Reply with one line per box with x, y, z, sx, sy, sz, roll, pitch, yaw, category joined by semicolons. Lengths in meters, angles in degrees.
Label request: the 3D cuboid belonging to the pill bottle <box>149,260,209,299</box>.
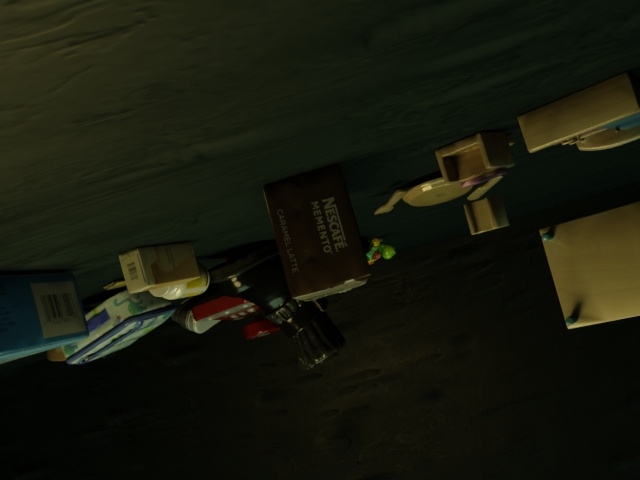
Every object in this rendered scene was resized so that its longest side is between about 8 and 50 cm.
-0.253;0.071;1.420;0.065;0.065;0.116;-19;174;24;pill bottle

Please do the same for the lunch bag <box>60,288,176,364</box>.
-0.419;0.170;1.632;0.219;0.090;0.176;-32;171;23;lunch bag

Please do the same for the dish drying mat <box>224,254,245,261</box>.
-0.168;0.037;1.643;0.032;0.008;0.083;-20;173;16;dish drying mat

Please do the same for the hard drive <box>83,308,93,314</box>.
-0.611;0.198;1.783;0.210;0.040;0.318;-17;175;1;hard drive

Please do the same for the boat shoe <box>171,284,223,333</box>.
-0.298;0.171;2.220;0.102;0.108;0.301;16;-156;24;boat shoe

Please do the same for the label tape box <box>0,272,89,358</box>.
-0.520;0.137;1.061;0.334;0.105;0.241;-17;175;11;label tape box

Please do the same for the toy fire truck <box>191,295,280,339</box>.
-0.149;0.151;2.068;0.302;0.169;0.254;-20;169;22;toy fire truck

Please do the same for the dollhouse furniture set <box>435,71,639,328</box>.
0.351;-0.022;1.019;0.287;0.303;0.198;-20;173;36;dollhouse furniture set

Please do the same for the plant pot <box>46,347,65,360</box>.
-0.563;0.227;1.971;0.237;0.032;0.236;-16;-165;4;plant pot

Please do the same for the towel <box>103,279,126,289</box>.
-0.349;0.074;1.464;0.083;0.009;0.060;-14;173;-36;towel

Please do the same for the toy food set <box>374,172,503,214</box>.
0.190;-0.090;1.310;0.192;0.038;0.132;-9;166;-17;toy food set

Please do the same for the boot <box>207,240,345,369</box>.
-0.072;0.139;1.595;0.131;0.260;0.348;-25;173;21;boot

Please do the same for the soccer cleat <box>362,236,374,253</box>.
0.101;0.018;2.076;0.072;0.060;0.179;-33;176;0;soccer cleat

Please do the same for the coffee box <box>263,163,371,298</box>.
0.000;0.000;1.045;0.098;0.141;0.246;-16;175;1;coffee box

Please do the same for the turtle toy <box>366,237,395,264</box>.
0.145;0.031;2.240;0.130;0.066;0.095;-16;175;-6;turtle toy

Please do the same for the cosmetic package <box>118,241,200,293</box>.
-0.233;0.038;1.171;0.041;0.060;0.115;-20;175;32;cosmetic package
